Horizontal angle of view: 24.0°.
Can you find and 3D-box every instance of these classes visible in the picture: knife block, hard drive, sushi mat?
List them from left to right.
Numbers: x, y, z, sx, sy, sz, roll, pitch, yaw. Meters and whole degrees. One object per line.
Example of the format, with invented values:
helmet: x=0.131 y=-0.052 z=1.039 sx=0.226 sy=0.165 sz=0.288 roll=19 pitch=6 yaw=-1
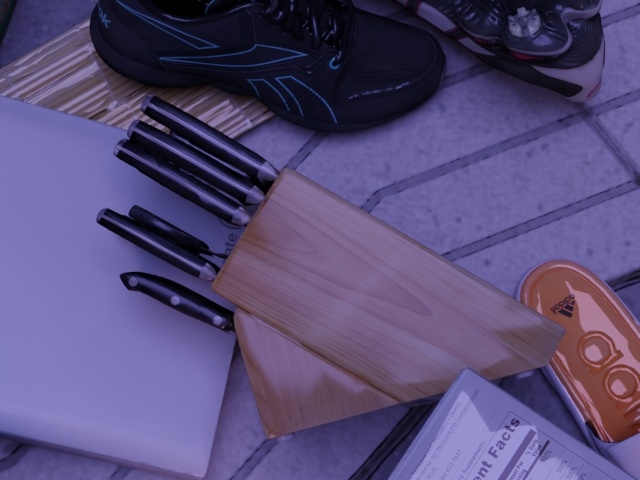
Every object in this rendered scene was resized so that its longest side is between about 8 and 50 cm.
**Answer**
hard drive: x=-0.228 y=0.016 z=1.054 sx=0.353 sy=0.047 sz=0.233 roll=15 pitch=74 yaw=-11
sushi mat: x=-0.205 y=-0.074 z=1.140 sx=0.316 sy=0.019 sz=0.151 roll=-31 pitch=76 yaw=-7
knife block: x=0.000 y=0.000 z=1.006 sx=0.276 sy=0.088 sz=0.242 roll=-15 pitch=87 yaw=3

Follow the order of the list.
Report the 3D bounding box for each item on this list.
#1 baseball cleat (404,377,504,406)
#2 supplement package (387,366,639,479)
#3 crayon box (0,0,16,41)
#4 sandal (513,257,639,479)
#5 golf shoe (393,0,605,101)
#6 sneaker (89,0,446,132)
baseball cleat: x=0.040 y=0.051 z=1.071 sx=0.206 sy=0.072 sz=0.109 roll=24 pitch=76 yaw=9
supplement package: x=0.082 y=0.221 z=0.919 sx=0.145 sy=0.262 sz=0.204 roll=33 pitch=77 yaw=10
crayon box: x=-0.355 y=-0.345 z=1.179 sx=0.313 sy=0.106 sz=0.363 roll=14 pitch=74 yaw=5
sandal: x=0.227 y=0.119 z=1.044 sx=0.102 sy=0.076 sz=0.265 roll=-37 pitch=76 yaw=-9
golf shoe: x=0.102 y=-0.190 z=1.133 sx=0.105 sy=0.120 sz=0.273 roll=-44 pitch=55 yaw=-4
sneaker: x=-0.033 y=-0.149 z=1.099 sx=0.267 sy=0.106 sz=0.101 roll=7 pitch=63 yaw=-9
